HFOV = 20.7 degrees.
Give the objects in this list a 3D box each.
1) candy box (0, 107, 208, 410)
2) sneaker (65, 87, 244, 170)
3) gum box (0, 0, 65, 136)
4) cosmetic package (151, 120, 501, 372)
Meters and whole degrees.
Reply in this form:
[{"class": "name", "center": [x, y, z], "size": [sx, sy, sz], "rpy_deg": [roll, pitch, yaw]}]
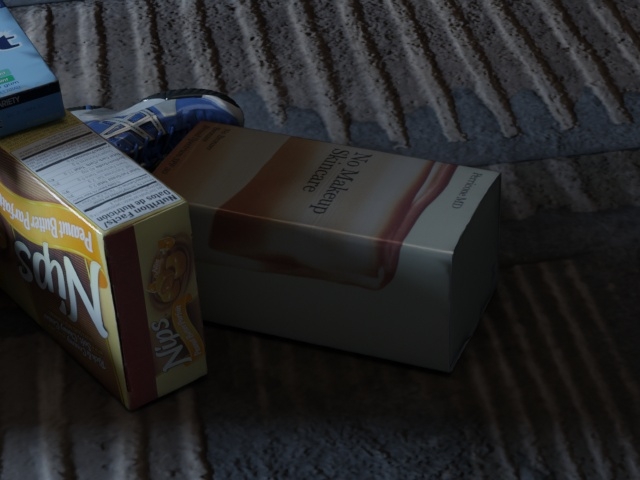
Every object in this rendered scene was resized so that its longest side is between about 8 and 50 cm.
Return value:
[{"class": "candy box", "center": [-0.225, -0.010, 1.547], "size": [0.087, 0.183, 0.316], "rpy_deg": [-26, 40, -28]}, {"class": "sneaker", "center": [-0.179, -0.097, 1.782], "size": [0.211, 0.080, 0.081], "rpy_deg": [-12, 40, 3]}, {"class": "gum box", "center": [-0.329, -0.143, 1.552], "size": [0.157, 0.041, 0.184], "rpy_deg": [-20, 38, -17]}, {"class": "cosmetic package", "center": [0.000, 0.000, 1.568], "size": [0.296, 0.129, 0.153], "rpy_deg": [10, 34, 17]}]
